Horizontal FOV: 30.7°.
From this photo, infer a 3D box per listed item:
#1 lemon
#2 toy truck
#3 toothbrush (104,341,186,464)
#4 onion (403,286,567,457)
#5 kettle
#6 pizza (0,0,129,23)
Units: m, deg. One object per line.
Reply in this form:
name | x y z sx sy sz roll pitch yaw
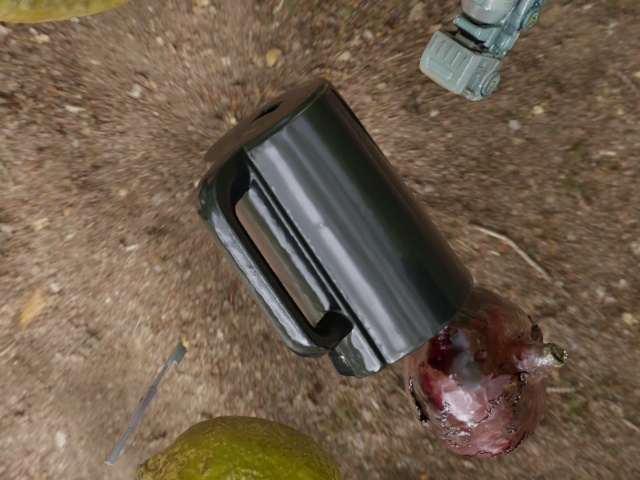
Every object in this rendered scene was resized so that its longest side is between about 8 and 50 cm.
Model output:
lemon | -0.102 0.357 1.545 0.311 0.253 0.253 22 93 5
toy truck | 0.242 -0.335 1.717 0.108 0.140 0.256 39 111 23
toothbrush | -0.236 0.219 1.581 0.017 0.014 0.194 41 62 -18
onion | 0.231 0.173 1.605 0.219 0.252 0.252 -20 97 29
kettle | -0.005 -0.001 1.360 0.262 0.203 0.308 -42 107 -22
pizza | -0.157 -0.170 0.530 0.056 0.271 0.134 20 87 34
